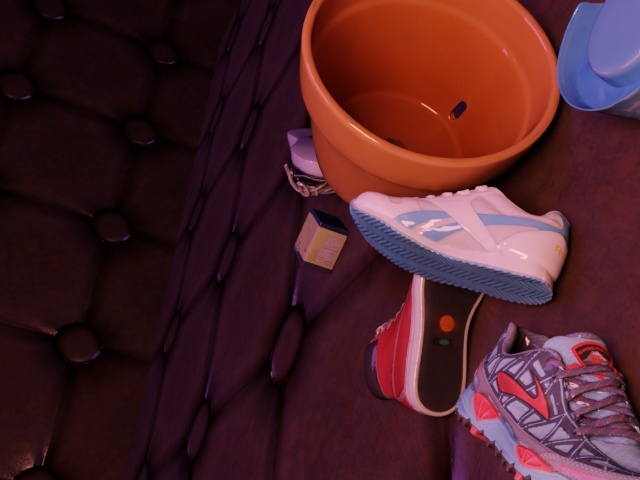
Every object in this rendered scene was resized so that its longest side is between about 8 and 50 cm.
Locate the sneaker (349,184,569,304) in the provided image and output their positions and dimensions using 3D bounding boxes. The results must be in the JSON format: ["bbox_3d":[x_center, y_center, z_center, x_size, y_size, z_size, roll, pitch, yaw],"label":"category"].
[{"bbox_3d":[0.139,-0.010,0.782,0.092,0.229,0.087,-62,-25,-21],"label":"sneaker"}]

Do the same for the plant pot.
[{"bbox_3d":[0.107,-0.159,0.905,0.203,0.291,0.290,110,170,-61],"label":"plant pot"}]

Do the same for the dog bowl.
[{"bbox_3d":[0.324,-0.240,0.659,0.297,0.074,0.166,-66,20,15],"label":"dog bowl"}]

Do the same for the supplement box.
[{"bbox_3d":[0.000,0.000,1.333,0.083,0.056,0.083,-65,20,14],"label":"supplement box"}]

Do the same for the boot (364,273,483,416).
[{"bbox_3d":[0.115,0.077,0.910,0.176,0.089,0.244,171,113,-70],"label":"boot"}]

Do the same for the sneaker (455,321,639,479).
[{"bbox_3d":[0.196,0.133,0.607,0.125,0.104,0.262,-68,20,3],"label":"sneaker"}]

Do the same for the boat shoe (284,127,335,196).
[{"bbox_3d":[-0.012,-0.134,1.384,0.306,0.113,0.104,-131,39,-69],"label":"boat shoe"}]
